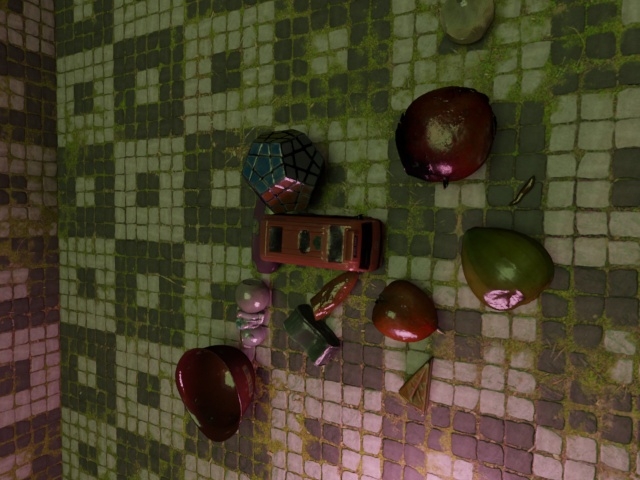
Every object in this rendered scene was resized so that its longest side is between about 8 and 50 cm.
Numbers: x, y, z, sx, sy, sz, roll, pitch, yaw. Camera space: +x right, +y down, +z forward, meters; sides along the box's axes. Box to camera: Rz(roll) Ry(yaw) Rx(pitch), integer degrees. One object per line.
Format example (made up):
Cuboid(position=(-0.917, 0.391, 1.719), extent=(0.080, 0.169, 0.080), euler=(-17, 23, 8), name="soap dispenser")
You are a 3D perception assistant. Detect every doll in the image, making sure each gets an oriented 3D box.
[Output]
Cuboid(position=(-0.281, 0.305, 1.797), extent=(0.150, 0.150, 0.288), euler=(9, 104, 28), name="doll")

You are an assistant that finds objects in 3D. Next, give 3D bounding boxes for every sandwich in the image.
Cuboid(position=(0.360, 0.490, 1.478), extent=(0.113, 0.079, 0.163), euler=(44, 109, 18), name="sandwich")

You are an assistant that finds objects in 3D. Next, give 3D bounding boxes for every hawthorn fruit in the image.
Cuboid(position=(0.297, 0.251, 1.450), extent=(0.251, 0.199, 0.200), euler=(28, 105, 14), name="hawthorn fruit")
Cuboid(position=(0.366, -0.320, 1.328), extent=(0.315, 0.315, 0.317), euler=(1, 93, 29), name="hawthorn fruit")

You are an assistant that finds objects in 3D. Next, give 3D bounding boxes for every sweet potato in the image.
Cuboid(position=(0.046, 0.198, 1.624), extent=(0.252, 0.097, 0.097), euler=(-45, 72, 16), name="sweet potato")
Cuboid(position=(0.621, -0.148, 1.338), extent=(0.026, 0.026, 0.115), euler=(40, 115, 21), name="sweet potato")

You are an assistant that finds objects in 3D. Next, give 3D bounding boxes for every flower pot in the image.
Cuboid(position=(-0.034, 0.359, 1.674), extent=(0.229, 0.103, 0.108), euler=(45, 110, 20), name="flower pot")

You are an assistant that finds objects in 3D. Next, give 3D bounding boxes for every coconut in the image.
Cuboid(position=(0.444, -0.691, 1.333), extent=(0.160, 0.162, 0.161), euler=(1, 92, 29), name="coconut")

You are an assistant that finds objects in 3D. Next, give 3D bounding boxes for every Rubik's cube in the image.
Cuboid(position=(-0.132, -0.256, 1.607), extent=(0.318, 0.264, 0.320), euler=(0, 90, 29), name="Rubik's cube")

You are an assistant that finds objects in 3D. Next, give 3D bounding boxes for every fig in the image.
Cuboid(position=(0.528, 0.066, 1.281), extent=(0.239, 0.239, 0.271), euler=(-45, 69, 23), name="fig")

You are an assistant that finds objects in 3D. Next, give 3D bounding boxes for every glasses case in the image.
Cuboid(position=(-0.217, -0.023, 1.773), extent=(0.123, 0.075, 0.317), euler=(7, 96, 29), name="glasses case")

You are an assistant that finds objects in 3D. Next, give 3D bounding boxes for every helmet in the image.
Cuboid(position=(-0.394, 0.588, 1.810), extent=(0.337, 0.230, 0.386), euler=(-12, 95, 30), name="helmet")

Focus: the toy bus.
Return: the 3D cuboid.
Cuboid(position=(0.000, 0.000, 1.567), extent=(0.426, 0.233, 0.203), euler=(5, 94, 29), name="toy bus")
